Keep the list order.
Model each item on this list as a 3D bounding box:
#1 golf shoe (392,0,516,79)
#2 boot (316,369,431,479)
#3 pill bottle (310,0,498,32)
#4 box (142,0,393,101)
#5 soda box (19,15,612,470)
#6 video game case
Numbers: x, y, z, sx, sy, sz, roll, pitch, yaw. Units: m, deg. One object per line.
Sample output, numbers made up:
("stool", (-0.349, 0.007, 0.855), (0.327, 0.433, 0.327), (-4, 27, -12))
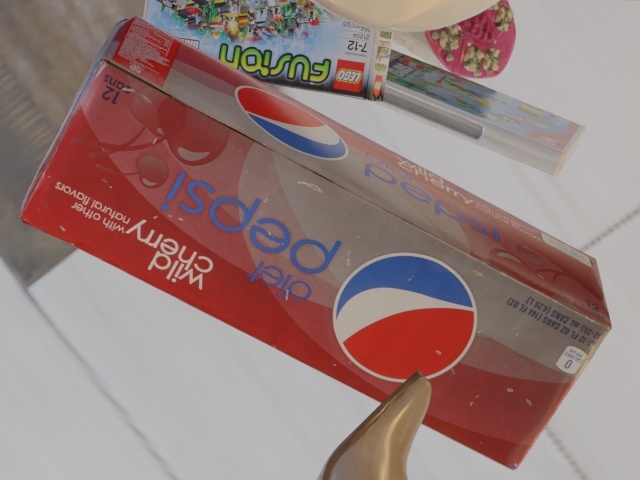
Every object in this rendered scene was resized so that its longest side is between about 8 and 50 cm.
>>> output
("golf shoe", (0.076, -0.255, 1.831), (0.140, 0.306, 0.115), (17, 83, 49))
("boot", (0.028, 0.118, 0.675), (0.087, 0.042, 0.118), (40, 77, 12))
("pill bottle", (-0.038, -0.264, 0.968), (0.224, 0.392, 0.224), (-15, 122, -25))
("box", (-0.041, -0.182, 1.444), (0.207, 0.036, 0.114), (10, 95, 21))
("soda box", (0.000, 0.000, 0.845), (0.263, 0.083, 0.092), (28, 112, -8))
("video game case", (0.102, -0.137, 1.673), (0.285, 0.204, 0.025), (23, 105, 8))
